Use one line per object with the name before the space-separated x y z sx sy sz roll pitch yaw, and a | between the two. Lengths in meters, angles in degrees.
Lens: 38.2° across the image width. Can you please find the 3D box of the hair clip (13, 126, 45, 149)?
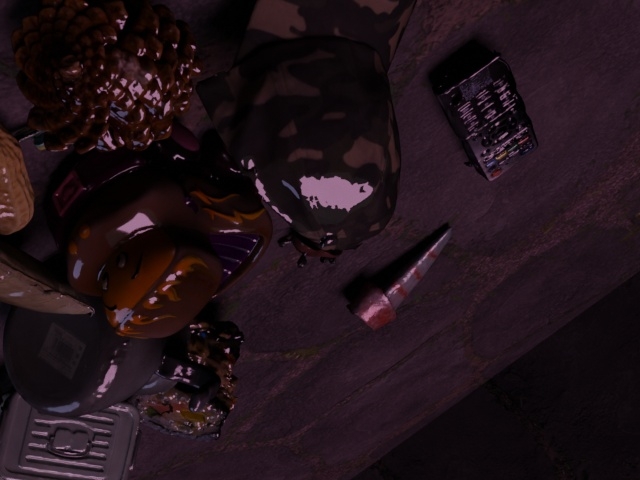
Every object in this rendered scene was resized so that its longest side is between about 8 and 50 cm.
hair clip | -0.296 -0.156 1.148 0.173 0.049 0.049 -31 153 -5

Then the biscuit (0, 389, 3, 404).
biscuit | -0.637 0.313 1.557 0.106 0.070 0.252 4 136 -48

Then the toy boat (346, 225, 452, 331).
toy boat | 0.189 0.077 2.026 0.282 0.096 0.206 -47 158 2

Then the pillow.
pillow | -0.434 0.029 1.199 0.075 0.184 0.302 -68 156 -13

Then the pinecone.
pinecone | -0.224 -0.187 1.029 0.212 0.168 0.186 0 122 -51

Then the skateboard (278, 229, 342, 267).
skateboard | 0.000 0.000 1.713 0.151 0.067 0.080 -1 130 -54

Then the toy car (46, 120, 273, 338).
toy car | -0.203 0.006 1.301 0.271 0.240 0.340 -45 151 26

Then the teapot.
teapot | -0.296 0.158 1.460 0.305 0.223 0.285 -6 172 24

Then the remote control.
remote control | 0.292 -0.217 1.634 0.144 0.062 0.399 -34 155 8

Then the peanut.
peanut | -0.402 -0.084 1.121 0.083 0.093 0.194 -54 157 -33

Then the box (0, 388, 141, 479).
box | -0.450 0.342 1.604 0.243 0.163 0.135 15 166 -27

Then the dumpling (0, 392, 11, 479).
dumpling | -0.576 0.386 1.687 0.166 0.126 0.216 -8 147 -21

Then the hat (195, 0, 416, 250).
hat | 0.056 -0.204 1.164 0.366 0.257 0.382 8 126 -53

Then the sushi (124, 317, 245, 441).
sushi | -0.251 0.244 1.728 0.225 0.219 0.238 31 151 -23
